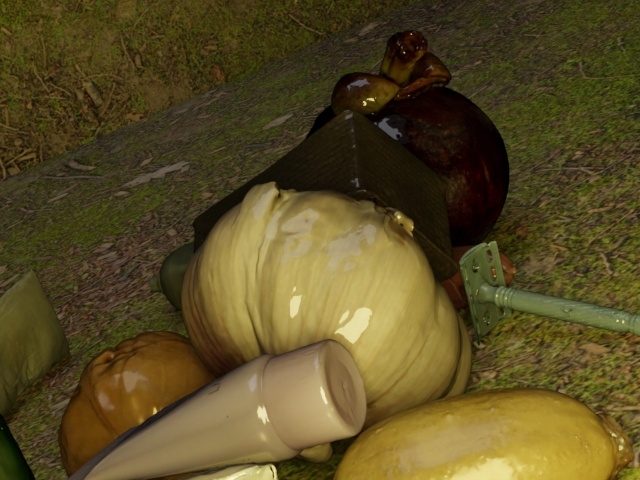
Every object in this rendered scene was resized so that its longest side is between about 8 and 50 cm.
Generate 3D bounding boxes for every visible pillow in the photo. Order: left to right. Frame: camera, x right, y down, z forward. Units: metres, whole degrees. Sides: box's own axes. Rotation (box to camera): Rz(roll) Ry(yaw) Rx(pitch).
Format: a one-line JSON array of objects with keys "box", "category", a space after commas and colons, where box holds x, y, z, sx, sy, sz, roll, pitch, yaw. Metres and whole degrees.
[{"box": [-0.441, 0.155, 2.065, 0.050, 0.148, 0.229, -7, 24, 28], "category": "pillow"}]

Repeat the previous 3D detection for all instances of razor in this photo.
[{"box": [0.259, 0.073, 1.597, 0.232, 0.106, 0.068, 10, 36, 44], "category": "razor"}]

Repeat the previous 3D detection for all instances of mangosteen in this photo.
[{"box": [0.097, -0.094, 1.923, 0.297, 0.293, 0.297, -33, 31, 22], "category": "mangosteen"}]

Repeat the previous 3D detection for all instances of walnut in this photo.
[{"box": [-0.186, 0.196, 1.579, 0.195, 0.195, 0.221, -21, 22, 4], "category": "walnut"}]

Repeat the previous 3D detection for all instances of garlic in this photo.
[{"box": [0.004, 0.086, 1.503, 0.241, 0.322, 0.322, -37, 22, -18], "category": "garlic"}]

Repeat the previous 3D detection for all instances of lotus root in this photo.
[{"box": [0.119, 0.205, 1.280, 0.303, 0.130, 0.146, -19, 17, 10], "category": "lotus root"}]

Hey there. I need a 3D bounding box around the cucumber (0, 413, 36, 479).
[{"box": [-0.450, 0.289, 1.729, 0.191, 0.130, 0.191, -22, 21, 9], "category": "cucumber"}]

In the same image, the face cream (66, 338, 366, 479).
[{"box": [-0.096, 0.169, 1.350, 0.274, 0.096, 0.154, -19, 10, 22], "category": "face cream"}]

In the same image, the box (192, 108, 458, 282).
[{"box": [0.000, 0.002, 1.690, 0.273, 0.184, 0.143, -33, 39, 28], "category": "box"}]

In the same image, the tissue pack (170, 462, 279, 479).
[{"box": [-0.164, 0.278, 1.210, 0.242, 0.125, 0.344, -19, -7, -19], "category": "tissue pack"}]

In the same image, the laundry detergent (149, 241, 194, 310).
[{"box": [-0.137, 0.039, 2.132, 0.253, 0.091, 0.181, -13, 18, 27], "category": "laundry detergent"}]

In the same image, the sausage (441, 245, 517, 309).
[{"box": [0.059, 0.071, 1.819, 0.433, 0.087, 0.088, -12, 20, 34], "category": "sausage"}]
